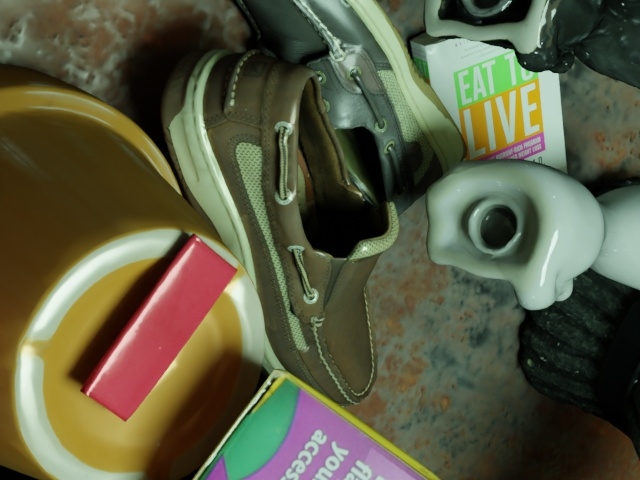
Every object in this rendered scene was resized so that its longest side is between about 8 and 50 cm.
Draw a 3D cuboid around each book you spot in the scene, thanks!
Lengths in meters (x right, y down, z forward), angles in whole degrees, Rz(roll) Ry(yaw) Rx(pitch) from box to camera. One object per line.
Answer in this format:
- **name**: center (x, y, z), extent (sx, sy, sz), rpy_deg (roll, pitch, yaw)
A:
- **book**: center (0.110, -0.076, 0.999), extent (0.096, 0.035, 0.144), rpy_deg (-25, 120, -24)

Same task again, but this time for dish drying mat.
- **dish drying mat**: center (-0.070, 0.038, 0.672), extent (0.032, 0.008, 0.083), rpy_deg (42, 78, -38)

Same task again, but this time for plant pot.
- **plant pot**: center (-0.129, 0.032, 0.754), extent (0.205, 0.188, 0.205), rpy_deg (-13, 113, -33)

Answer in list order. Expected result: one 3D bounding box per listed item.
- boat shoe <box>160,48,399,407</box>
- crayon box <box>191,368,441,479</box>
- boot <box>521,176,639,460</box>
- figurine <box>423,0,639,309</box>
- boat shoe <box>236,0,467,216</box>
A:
- **boat shoe**: center (-0.003, 0.006, 0.872), extent (0.257, 0.095, 0.095), rpy_deg (65, 36, -40)
- **crayon box**: center (-0.077, 0.252, 0.804), extent (0.363, 0.106, 0.313), rpy_deg (-54, 169, -7)
- **boot**: center (0.220, 0.139, 1.006), extent (0.348, 0.260, 0.131), rpy_deg (-54, 139, -13)
- **figurine**: center (0.156, -0.067, 0.923), extent (0.209, 0.092, 0.215), rpy_deg (2, 87, -51)
- **boat shoe**: center (0.008, -0.090, 0.884), extent (0.073, 0.080, 0.223), rpy_deg (-56, 133, -14)
